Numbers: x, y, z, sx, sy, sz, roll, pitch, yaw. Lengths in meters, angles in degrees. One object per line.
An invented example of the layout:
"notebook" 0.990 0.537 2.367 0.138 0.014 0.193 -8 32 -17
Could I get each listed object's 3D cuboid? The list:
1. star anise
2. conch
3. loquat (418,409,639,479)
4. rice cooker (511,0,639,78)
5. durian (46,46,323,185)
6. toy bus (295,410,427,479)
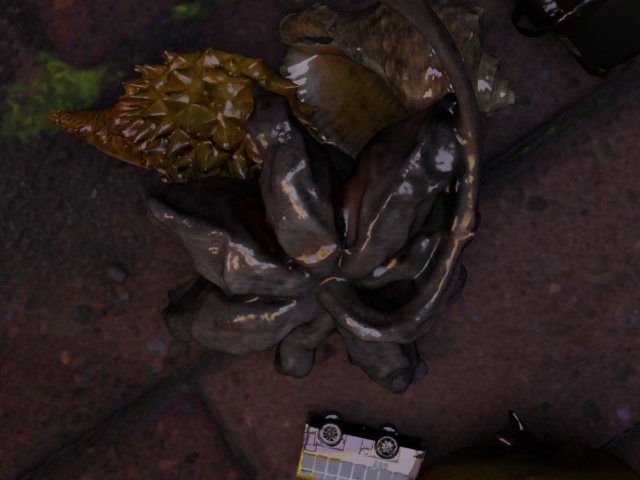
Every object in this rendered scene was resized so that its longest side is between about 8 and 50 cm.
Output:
"star anise" 0.000 0.000 1.006 0.316 0.139 0.359 -26 124 14
"conch" 0.052 -0.124 1.059 0.207 0.130 0.155 16 90 18
"loquat" 0.167 0.242 1.046 0.213 0.213 0.213 0 94 1
"rice cooker" 0.241 -0.216 1.046 0.203 0.142 0.118 -37 105 6
"durian" -0.114 -0.080 1.071 0.224 0.078 0.140 1 137 10
"toy bus" 0.033 0.179 1.118 0.102 0.052 0.058 13 96 2
